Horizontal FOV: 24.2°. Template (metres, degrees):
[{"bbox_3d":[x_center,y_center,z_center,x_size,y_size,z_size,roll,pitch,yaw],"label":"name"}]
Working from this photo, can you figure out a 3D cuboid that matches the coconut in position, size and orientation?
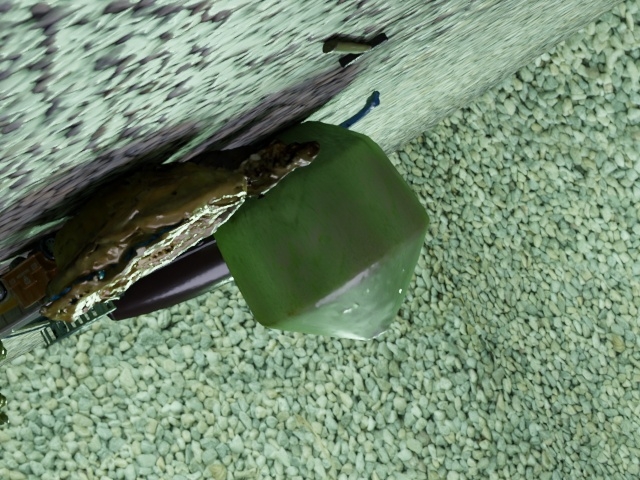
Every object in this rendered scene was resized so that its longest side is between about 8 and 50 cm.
[{"bbox_3d":[0.000,0.000,2.154,0.328,0.328,0.281,-31,-179,27],"label":"coconut"}]

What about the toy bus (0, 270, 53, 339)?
[{"bbox_3d":[-0.369,0.063,1.924,0.172,0.072,0.057,-31,175,6],"label":"toy bus"}]

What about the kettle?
[{"bbox_3d":[-0.244,0.037,2.283,0.232,0.144,0.202,-26,176,-1],"label":"kettle"}]

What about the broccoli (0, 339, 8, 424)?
[{"bbox_3d":[-0.462,0.212,1.384,0.338,0.318,0.277,2,175,-3],"label":"broccoli"}]

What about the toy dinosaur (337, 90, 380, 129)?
[{"bbox_3d":[-0.022,-0.100,2.346,0.144,0.076,0.329,8,115,-29],"label":"toy dinosaur"}]

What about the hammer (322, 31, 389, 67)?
[{"bbox_3d":[0.028,-0.205,1.605,0.062,0.013,0.199,-31,179,15],"label":"hammer"}]

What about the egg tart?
[{"bbox_3d":[-0.215,-0.015,1.679,0.290,0.107,0.291,-34,177,-2],"label":"egg tart"}]

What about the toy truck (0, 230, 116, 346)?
[{"bbox_3d":[-0.288,0.040,1.825,0.080,0.115,0.177,-31,180,39],"label":"toy truck"}]

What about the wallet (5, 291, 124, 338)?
[{"bbox_3d":[-0.363,0.083,2.060,0.141,0.059,0.202,-17,-178,19],"label":"wallet"}]

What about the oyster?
[{"bbox_3d":[-0.133,-0.073,1.900,0.345,0.079,0.128,-21,-174,41],"label":"oyster"}]
